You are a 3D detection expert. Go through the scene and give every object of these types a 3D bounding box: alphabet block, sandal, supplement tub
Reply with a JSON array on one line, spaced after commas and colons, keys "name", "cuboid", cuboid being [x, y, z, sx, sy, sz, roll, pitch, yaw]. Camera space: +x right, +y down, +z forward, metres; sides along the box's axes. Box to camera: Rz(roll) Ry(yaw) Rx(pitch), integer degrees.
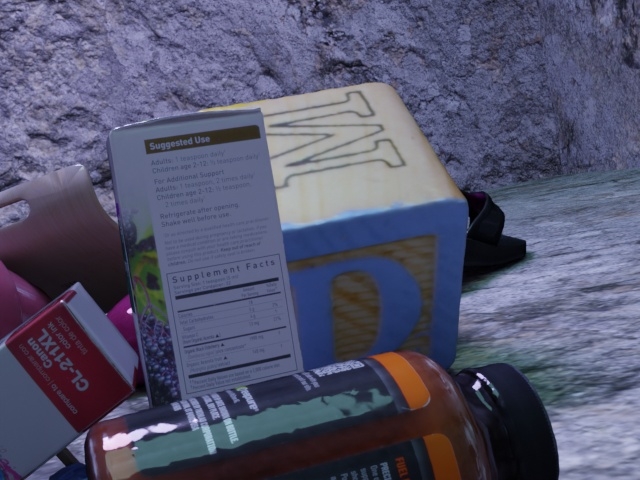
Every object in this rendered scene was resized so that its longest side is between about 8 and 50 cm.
[{"name": "alphabet block", "cuboid": [0.000, 0.000, 0.775, 0.193, 0.192, 0.197, -9, 40, -10]}, {"name": "sandal", "cuboid": [0.196, -0.024, 1.312, 0.168, 0.107, 0.446, 9, 4, 26]}, {"name": "supplement tub", "cuboid": [0.003, 0.109, 0.397, 0.198, 0.106, 0.106, -11, 5, -15]}]

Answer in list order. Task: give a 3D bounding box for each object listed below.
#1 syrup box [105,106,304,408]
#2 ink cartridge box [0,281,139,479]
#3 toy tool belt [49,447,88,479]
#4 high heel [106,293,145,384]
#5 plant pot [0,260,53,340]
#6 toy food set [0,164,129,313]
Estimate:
[{"name": "syrup box", "cuboid": [-0.071, 0.040, 0.569, 0.096, 0.236, 0.093, -11, 6, -15]}, {"name": "ink cartridge box", "cuboid": [-0.206, 0.111, 0.565, 0.175, 0.072, 0.127, -38, 9, -7]}, {"name": "toy tool belt", "cuboid": [-0.131, 0.149, 0.524, 0.052, 0.051, 0.083, -14, 7, -43]}, {"name": "high heel", "cuboid": [-0.178, 0.081, 1.066, 0.181, 0.127, 0.377, -17, 0, -1]}, {"name": "plant pot", "cuboid": [-0.369, 0.096, 0.922, 0.201, 0.201, 0.180, -9, -10, 15]}, {"name": "toy food set", "cuboid": [-0.311, 0.015, 1.094, 0.220, 0.092, 0.306, -19, -25, 8]}]
